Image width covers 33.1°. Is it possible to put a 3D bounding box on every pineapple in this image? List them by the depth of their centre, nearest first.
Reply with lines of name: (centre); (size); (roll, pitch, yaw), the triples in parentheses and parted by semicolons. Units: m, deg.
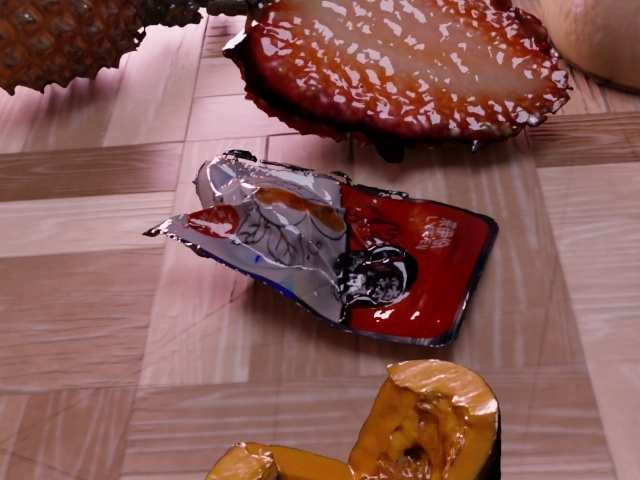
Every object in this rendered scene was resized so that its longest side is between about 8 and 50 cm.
pineapple: (-0.224, -0.253, 1.167); (0.361, 0.175, 0.175); (-11, 36, -30)

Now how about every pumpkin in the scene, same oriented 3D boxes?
pumpkin: (0.026, 0.159, 0.639); (0.183, 0.108, 0.119); (-22, 33, -7)

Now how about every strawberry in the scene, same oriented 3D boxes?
strawberry: (0.072, -0.159, 1.042); (0.306, 0.138, 0.233); (33, 68, 7)

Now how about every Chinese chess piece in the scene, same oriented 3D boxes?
Chinese chess piece: (0.363, -0.257, 1.113); (0.270, 0.112, 0.270); (-3, 40, 3)

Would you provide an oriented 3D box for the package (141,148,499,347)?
package: (0.000, 0.000, 0.883); (0.269, 0.071, 0.194); (18, 45, 9)
